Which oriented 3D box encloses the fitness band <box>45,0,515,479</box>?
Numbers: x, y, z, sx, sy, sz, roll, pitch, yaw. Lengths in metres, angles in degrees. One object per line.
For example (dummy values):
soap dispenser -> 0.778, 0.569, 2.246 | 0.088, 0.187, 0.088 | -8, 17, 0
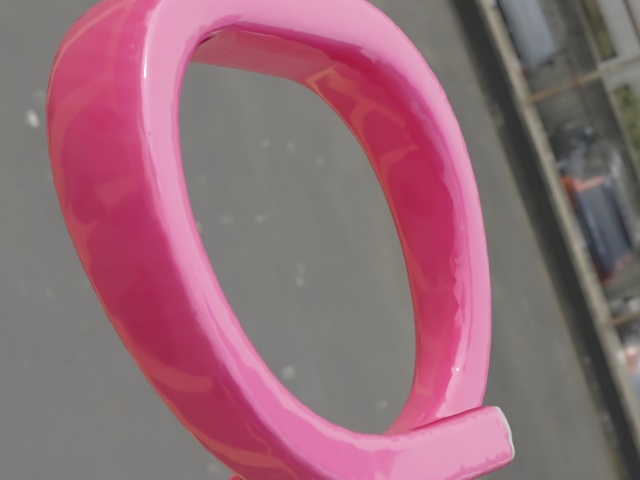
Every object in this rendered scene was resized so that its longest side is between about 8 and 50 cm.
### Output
fitness band -> 0.000, 0.000, 0.683 | 0.291, 0.054, 0.209 | 0, 74, -64
